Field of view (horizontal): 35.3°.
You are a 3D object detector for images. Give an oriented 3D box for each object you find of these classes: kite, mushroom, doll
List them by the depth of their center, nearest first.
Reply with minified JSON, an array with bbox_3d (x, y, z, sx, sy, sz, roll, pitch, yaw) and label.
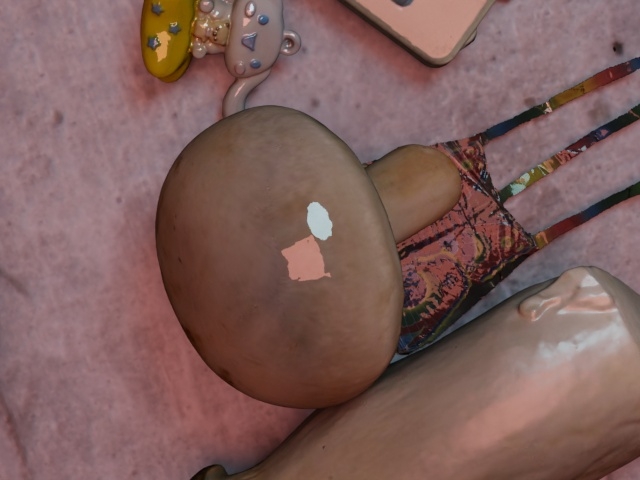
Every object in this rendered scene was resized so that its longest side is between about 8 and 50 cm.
[{"bbox_3d":[0.000,0.000,0.687,0.215,0.207,0.207,-27,96,-26],"label":"mushroom"},{"bbox_3d":[0.087,0.145,0.711,0.407,0.154,0.137,-28,67,1],"label":"mushroom"},{"bbox_3d":[-0.072,-0.146,0.725,0.113,0.071,0.135,-11,115,3],"label":"doll"},{"bbox_3d":[0.142,-0.035,0.761,0.285,0.015,0.152,-27,97,6],"label":"kite"}]

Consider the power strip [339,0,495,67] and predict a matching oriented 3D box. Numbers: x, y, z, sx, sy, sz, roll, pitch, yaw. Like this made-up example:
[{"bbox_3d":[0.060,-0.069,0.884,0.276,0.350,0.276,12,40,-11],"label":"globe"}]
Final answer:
[{"bbox_3d":[0.026,-0.238,0.725,0.270,0.046,0.118,36,94,-5],"label":"power strip"}]
